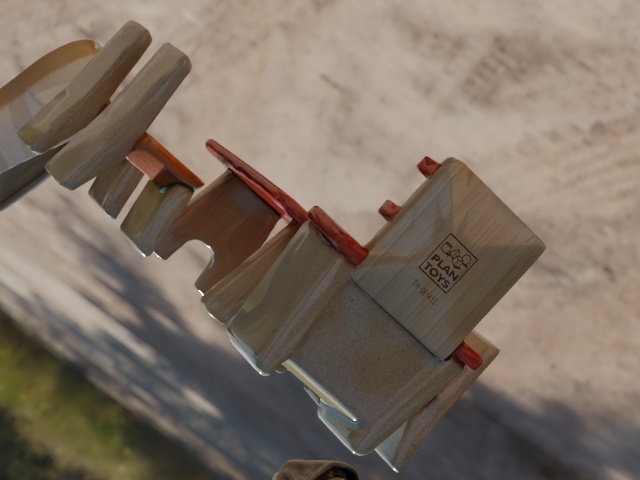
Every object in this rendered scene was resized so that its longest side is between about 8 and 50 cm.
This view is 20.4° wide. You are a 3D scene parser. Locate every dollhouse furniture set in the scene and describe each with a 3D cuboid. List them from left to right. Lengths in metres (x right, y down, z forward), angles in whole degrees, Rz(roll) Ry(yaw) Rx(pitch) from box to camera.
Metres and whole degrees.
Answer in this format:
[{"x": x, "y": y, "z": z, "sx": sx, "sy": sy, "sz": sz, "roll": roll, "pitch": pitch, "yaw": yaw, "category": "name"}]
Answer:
[{"x": 0.000, "y": 0.000, "z": 0.943, "sx": 0.262, "sy": 0.135, "sz": 0.259, "roll": 43, "pitch": 178, "yaw": -26, "category": "dollhouse furniture set"}]

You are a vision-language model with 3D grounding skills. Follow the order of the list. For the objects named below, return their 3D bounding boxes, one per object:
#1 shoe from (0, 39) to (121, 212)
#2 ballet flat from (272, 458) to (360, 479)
[{"x": -0.213, "y": -0.041, "z": 1.094, "sx": 0.058, "sy": 0.219, "sz": 0.076, "roll": 59, "pitch": -168, "yaw": 11, "category": "shoe"}, {"x": -0.017, "y": 0.270, "z": 1.630, "sx": 0.280, "sy": 0.096, "sz": 0.095, "roll": -65, "pitch": -39, "yaw": -67, "category": "ballet flat"}]
